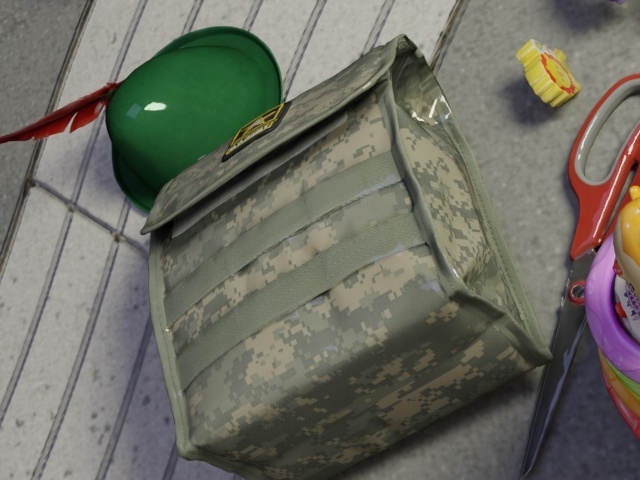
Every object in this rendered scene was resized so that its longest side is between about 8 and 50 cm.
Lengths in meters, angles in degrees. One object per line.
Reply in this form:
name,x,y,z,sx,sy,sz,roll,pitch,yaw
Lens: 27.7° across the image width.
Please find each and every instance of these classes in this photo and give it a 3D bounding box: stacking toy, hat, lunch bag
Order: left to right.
hat,-0.154,-0.122,1.061,0.173,0.183,0.209,15,78,33
lunch bag,0.000,0.000,0.939,0.235,0.169,0.287,-31,50,19
stacking toy,0.190,-0.231,0.960,0.167,0.052,0.221,-41,53,32
stacking toy,0.210,0.038,0.714,0.165,0.302,0.175,-23,67,20

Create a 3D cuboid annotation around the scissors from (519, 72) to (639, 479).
scissors,0.183,0.018,0.916,0.109,0.021,0.297,31,88,33
